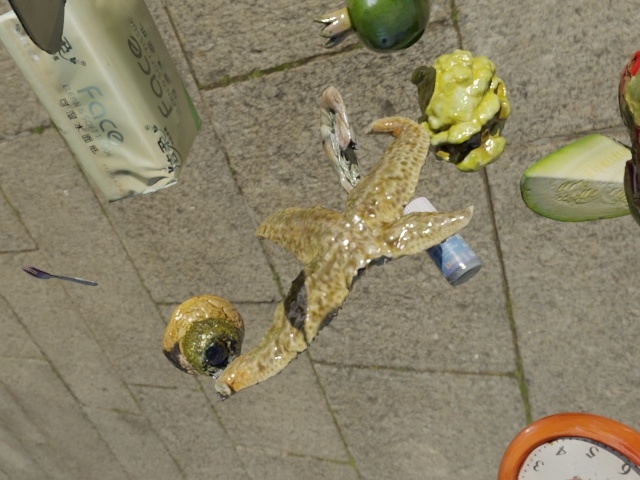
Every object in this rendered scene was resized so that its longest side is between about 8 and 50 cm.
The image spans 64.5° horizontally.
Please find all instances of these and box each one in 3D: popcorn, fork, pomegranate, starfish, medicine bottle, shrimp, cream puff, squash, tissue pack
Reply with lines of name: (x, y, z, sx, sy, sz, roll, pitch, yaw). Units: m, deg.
popcorn: (0.319, -0.303, 1.179, 0.235, 0.242, 0.250, -37, 115, -2)
fork: (-0.387, 0.056, 0.760, 0.016, 0.012, 0.115, -36, 144, 23)
pomegranate: (0.101, -0.446, 0.987, 0.225, 0.187, 0.187, -16, 114, 14)
starfish: (0.000, 0.000, 0.739, 0.432, 0.324, 0.082, -38, 130, 14)
medicine bottle: (0.259, -0.002, 1.102, 0.203, 0.083, 0.083, 58, 137, 28)
shrimp: (0.037, -0.162, 0.841, 0.047, 0.224, 0.126, -12, 150, -12)
cream puff: (-0.230, 0.222, 1.074, 0.169, 0.183, 0.184, 23, 138, 56)
squash: (0.512, -0.082, 0.951, 0.203, 0.288, 0.111, 43, 142, 25)
tissue pack: (-0.441, -0.342, 1.097, 0.205, 0.332, 0.405, -14, 127, 13)

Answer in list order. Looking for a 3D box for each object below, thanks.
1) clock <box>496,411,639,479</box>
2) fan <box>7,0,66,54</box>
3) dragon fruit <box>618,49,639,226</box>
clock: (0.288, 0.289, 0.538, 0.205, 0.051, 0.206, -11, 75, 43)
fan: (-0.153, -0.139, 0.254, 0.005, 0.175, 0.113, -4, 136, -8)
dragon fruit: (0.321, -0.069, 0.312, 0.237, 0.231, 0.303, -26, 81, 47)
